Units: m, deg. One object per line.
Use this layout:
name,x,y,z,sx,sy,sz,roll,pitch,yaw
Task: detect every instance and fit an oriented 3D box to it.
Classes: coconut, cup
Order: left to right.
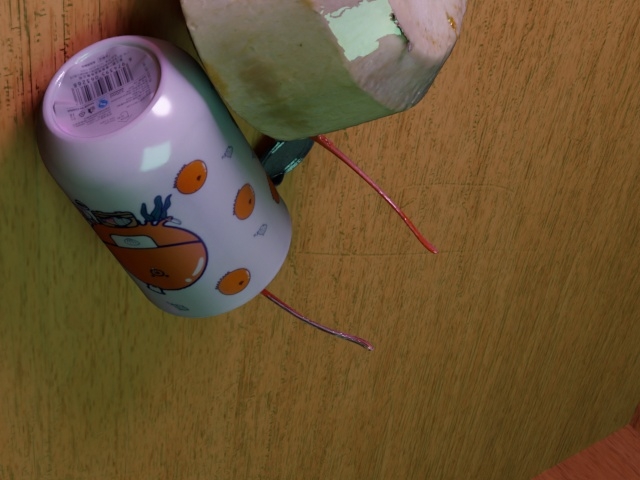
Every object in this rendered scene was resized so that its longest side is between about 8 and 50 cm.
cup,-0.182,-0.079,1.375,0.212,0.212,0.317,-39,143,-8
coconut,-0.009,-0.263,1.284,0.323,0.323,0.323,-27,141,-24

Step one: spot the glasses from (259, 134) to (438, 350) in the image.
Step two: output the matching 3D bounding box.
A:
glasses,0.000,0.000,1.597,0.234,0.268,0.118,-56,162,14
